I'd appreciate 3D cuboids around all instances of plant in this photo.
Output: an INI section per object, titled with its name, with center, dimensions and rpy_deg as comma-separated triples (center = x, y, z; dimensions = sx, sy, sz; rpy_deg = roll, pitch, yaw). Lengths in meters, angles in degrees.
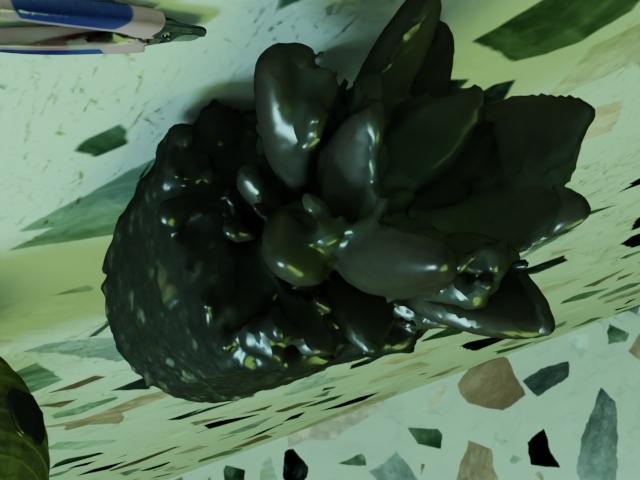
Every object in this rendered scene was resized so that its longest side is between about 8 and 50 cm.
[plant]
center = 0.000, 0.000, 0.597
dimensions = 0.181, 0.194, 0.320
rpy_deg = -11, 167, -37

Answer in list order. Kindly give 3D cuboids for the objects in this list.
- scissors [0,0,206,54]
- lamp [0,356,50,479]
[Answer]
[scissors]
center = -0.103, -0.098, 0.471
dimensions = 0.113, 0.012, 0.039
rpy_deg = -6, 161, -39
[lamp]
center = -0.317, 0.193, 0.758
dimensions = 0.250, 0.284, 0.250
rpy_deg = -28, 139, -27
